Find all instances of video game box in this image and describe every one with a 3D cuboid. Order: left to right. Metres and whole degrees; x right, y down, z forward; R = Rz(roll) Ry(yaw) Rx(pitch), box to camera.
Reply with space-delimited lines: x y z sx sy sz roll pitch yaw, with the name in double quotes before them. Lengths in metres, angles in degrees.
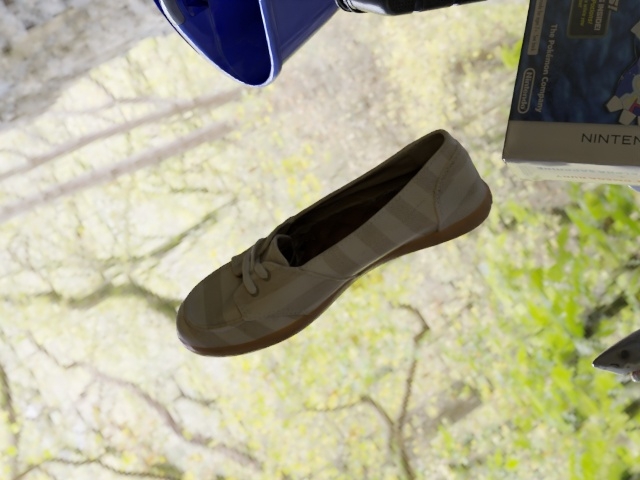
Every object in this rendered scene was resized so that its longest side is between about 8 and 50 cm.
"video game box" 0.212 -0.130 0.673 0.187 0.205 0.048 6 168 26

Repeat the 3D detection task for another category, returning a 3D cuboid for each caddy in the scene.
"caddy" -0.115 -0.323 1.323 0.241 0.179 0.341 36 158 26

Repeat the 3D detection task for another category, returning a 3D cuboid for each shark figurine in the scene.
"shark figurine" 0.387 0.096 1.216 0.278 0.166 0.116 24 -130 -59

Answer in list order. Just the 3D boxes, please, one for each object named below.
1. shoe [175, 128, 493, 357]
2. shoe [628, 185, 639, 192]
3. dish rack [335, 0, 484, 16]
"shoe" 0.000 0.000 0.741 0.058 0.219 0.077 60 -177 -41
"shoe" 0.289 -0.109 1.116 0.178 0.081 0.063 31 153 13
"dish rack" 0.123 -0.340 1.079 0.074 0.208 0.272 33 129 41
